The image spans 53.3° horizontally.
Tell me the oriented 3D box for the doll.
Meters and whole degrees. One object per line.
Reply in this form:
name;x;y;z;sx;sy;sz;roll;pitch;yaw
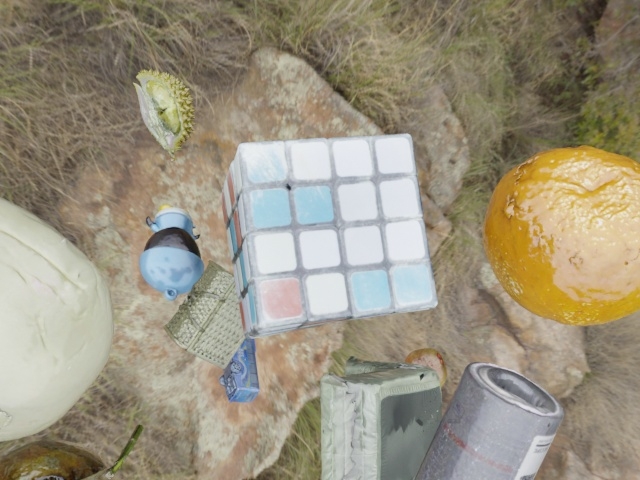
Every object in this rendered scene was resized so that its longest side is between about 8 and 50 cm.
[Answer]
doll;-0.407;0.036;1.754;0.177;0.141;0.314;17;41;-26

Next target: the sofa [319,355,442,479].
sofa;0.053;0.275;0.910;0.225;0.176;0.210;1;87;-50

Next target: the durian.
durian;-0.314;-0.263;1.362;0.146;0.208;0.102;24;39;34

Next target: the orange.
orange;0.474;-0.002;1.190;0.341;0.293;0.340;-2;53;3

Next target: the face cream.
face cream;0.089;0.228;0.475;0.073;0.073;0.283;20;103;-4

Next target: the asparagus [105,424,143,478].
asparagus;-0.308;0.332;1.007;0.018;0.127;0.015;-11;106;9

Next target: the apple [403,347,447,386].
apple;0.292;0.365;1.786;0.126;0.102;0.126;3;97;25

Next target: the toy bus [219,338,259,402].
toy bus;-0.227;0.335;1.771;0.094;0.079;0.236;19;37;-29

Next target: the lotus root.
lotus root;-0.595;0.499;1.406;0.210;0.314;0.142;-25;78;-20

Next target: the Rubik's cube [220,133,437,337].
Rubik's cube;-0.001;0.000;0.961;0.256;0.253;0.258;-8;83;-14

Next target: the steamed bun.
steamed bun;-0.439;0.124;0.806;0.312;0.334;0.233;31;38;-8

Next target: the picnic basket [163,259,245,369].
picnic basket;-0.244;0.163;1.466;0.154;0.134;0.196;35;88;-30
